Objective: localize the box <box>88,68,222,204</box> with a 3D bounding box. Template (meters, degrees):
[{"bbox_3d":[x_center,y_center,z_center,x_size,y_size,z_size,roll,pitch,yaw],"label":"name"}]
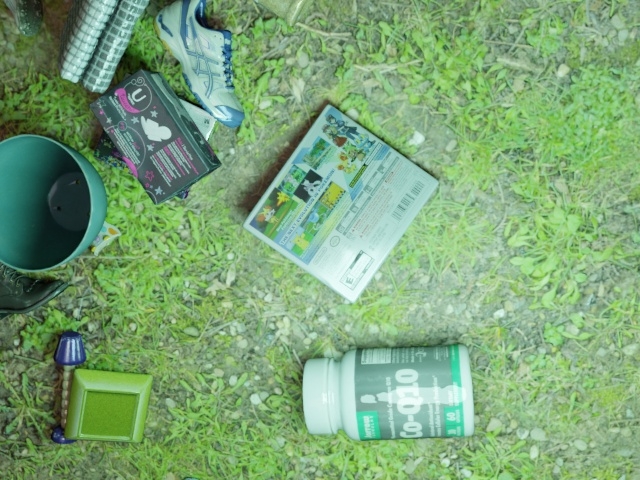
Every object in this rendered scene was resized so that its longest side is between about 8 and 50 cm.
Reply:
[{"bbox_3d":[-0.341,-0.221,1.676,0.142,0.163,0.247,-31,97,9],"label":"box"}]

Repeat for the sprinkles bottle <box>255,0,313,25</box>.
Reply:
[{"bbox_3d":[-0.171,-0.592,1.641,0.355,0.121,0.121,35,104,-2],"label":"sprinkles bottle"}]

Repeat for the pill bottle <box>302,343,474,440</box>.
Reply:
[{"bbox_3d":[0.153,0.339,1.757,0.361,0.204,0.204,-5,101,9],"label":"pill bottle"}]

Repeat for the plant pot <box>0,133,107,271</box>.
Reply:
[{"bbox_3d":[-0.590,-0.085,1.756,0.290,0.195,0.290,1,95,13],"label":"plant pot"}]

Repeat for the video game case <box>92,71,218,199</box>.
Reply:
[{"bbox_3d":[-0.369,-0.234,1.783,0.232,0.042,0.210,25,103,1],"label":"video game case"}]

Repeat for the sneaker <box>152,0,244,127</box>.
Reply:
[{"bbox_3d":[-0.234,-0.387,1.698,0.131,0.112,0.296,-31,97,12],"label":"sneaker"}]

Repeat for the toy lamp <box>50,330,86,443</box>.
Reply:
[{"bbox_3d":[-0.614,0.355,1.928,0.080,0.080,0.274,10,106,5],"label":"toy lamp"}]

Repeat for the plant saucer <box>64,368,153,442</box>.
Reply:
[{"bbox_3d":[-0.510,0.410,1.905,0.189,0.045,0.188,8,104,-17],"label":"plant saucer"}]

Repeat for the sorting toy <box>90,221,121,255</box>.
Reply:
[{"bbox_3d":[-0.525,-0.018,1.858,0.083,0.045,0.075,-40,75,13],"label":"sorting toy"}]

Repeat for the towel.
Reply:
[{"bbox_3d":[-0.450,-0.454,1.638,0.121,0.283,0.235,20,111,-26],"label":"towel"}]

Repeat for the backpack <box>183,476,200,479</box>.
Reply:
[{"bbox_3d":[-0.328,0.679,1.939,0.152,0.115,0.181,22,101,5],"label":"backpack"}]

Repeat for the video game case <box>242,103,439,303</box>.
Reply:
[{"bbox_3d":[0.044,-0.080,1.728,0.300,0.036,0.329,35,90,-1],"label":"video game case"}]

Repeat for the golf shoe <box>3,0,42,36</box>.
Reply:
[{"bbox_3d":[-0.675,-0.538,1.758,0.086,0.069,0.176,-2,100,28],"label":"golf shoe"}]

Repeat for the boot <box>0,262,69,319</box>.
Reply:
[{"bbox_3d":[-0.749,0.064,1.873,0.263,0.091,0.228,-17,100,13],"label":"boot"}]
